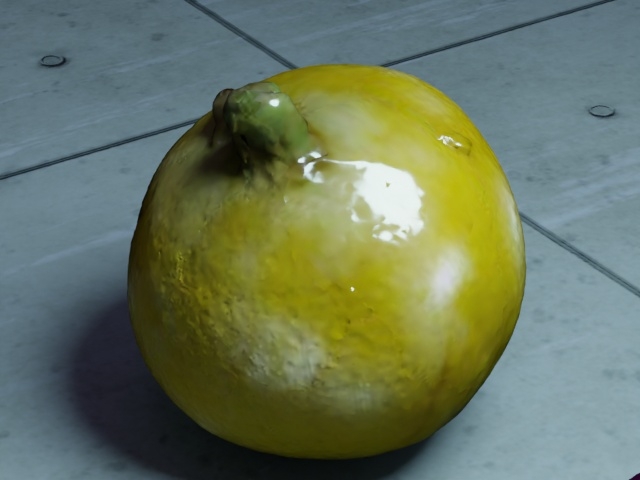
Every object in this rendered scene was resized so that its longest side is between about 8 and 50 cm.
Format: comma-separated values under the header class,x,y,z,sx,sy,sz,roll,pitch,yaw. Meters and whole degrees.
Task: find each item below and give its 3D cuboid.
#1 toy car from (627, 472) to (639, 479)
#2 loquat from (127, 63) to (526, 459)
class,x,y,z,sx,sy,sz,roll,pitch,yaw
toy car,0.331,0.250,1.165,0.340,0.271,0.240,16,16,24
loquat,0.000,0.000,1.456,0.328,0.359,0.328,-9,49,11
